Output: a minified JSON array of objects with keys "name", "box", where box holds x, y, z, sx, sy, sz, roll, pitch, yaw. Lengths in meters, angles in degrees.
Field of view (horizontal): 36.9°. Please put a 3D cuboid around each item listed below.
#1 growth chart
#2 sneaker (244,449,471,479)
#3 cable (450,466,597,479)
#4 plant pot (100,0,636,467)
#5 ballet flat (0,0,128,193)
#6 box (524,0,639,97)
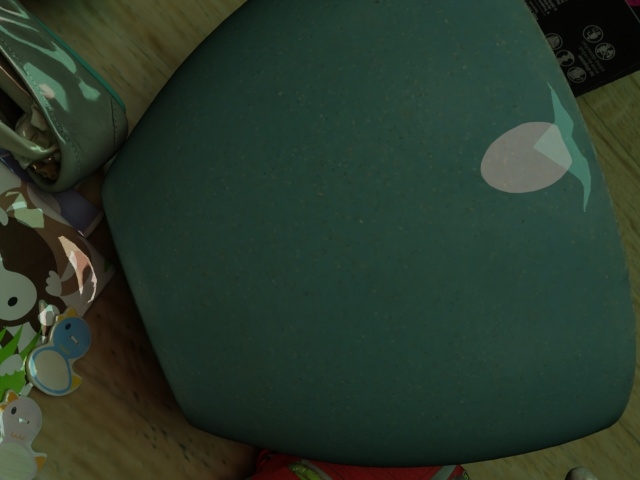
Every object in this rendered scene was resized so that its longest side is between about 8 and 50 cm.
[{"name":"growth chart","box":[-0.183,0.014,0.482,0.172,0.021,0.237,33,56,-28]},{"name":"sneaker","box":[-0.018,0.156,0.553,0.279,0.107,0.118,8,54,-41]},{"name":"cable","box":[0.057,0.230,0.501,0.140,0.072,0.287,-13,126,-24]},{"name":"plant pot","box":[0.000,0.000,0.508,0.195,0.290,0.290,-21,92,-7]},{"name":"ballet flat","box":[-0.183,-0.110,0.464,0.213,0.072,0.068,48,59,-18]},{"name":"box","box":[0.216,-0.271,0.805,0.247,0.163,0.142,48,49,-19]}]
